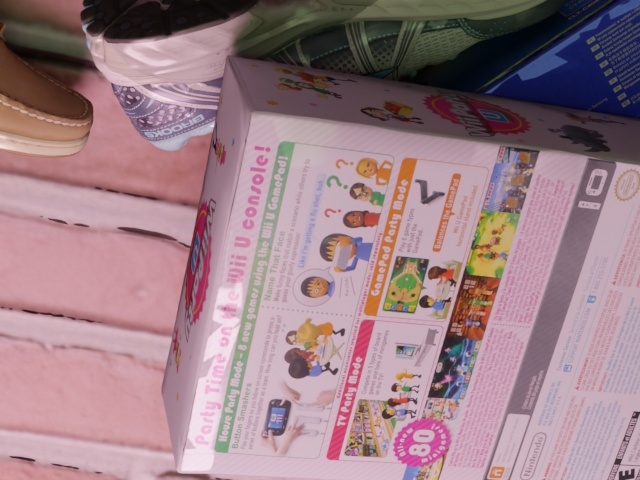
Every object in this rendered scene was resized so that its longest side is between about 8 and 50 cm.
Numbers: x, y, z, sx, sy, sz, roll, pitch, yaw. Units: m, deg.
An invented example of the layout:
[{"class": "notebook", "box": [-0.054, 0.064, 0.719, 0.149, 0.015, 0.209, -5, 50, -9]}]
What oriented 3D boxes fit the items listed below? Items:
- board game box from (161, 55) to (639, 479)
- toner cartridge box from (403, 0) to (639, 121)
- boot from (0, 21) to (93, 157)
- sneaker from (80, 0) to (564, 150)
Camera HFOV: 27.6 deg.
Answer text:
[{"class": "board game box", "box": [0.078, 0.029, 0.755, 0.303, 0.097, 0.224, 6, 115, -16]}, {"class": "toner cartridge box", "box": [0.176, -0.078, 0.817, 0.348, 0.075, 0.165, -33, 118, 6]}, {"class": "boot", "box": [-0.197, -0.153, 0.734, 0.213, 0.077, 0.165, 28, 110, -19]}, {"class": "sneaker", "box": [0.008, -0.125, 0.780, 0.283, 0.110, 0.122, -10, 138, 1]}]
